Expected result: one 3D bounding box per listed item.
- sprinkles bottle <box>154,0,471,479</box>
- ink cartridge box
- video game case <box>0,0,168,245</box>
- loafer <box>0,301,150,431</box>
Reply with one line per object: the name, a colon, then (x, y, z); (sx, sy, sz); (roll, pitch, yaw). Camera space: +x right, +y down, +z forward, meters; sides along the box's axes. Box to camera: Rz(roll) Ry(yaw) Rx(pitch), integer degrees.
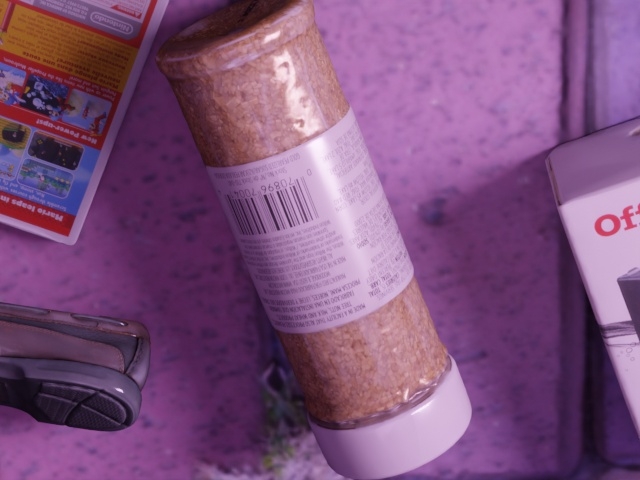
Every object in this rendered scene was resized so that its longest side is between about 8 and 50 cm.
sprinkles bottle: (0.000, 0.000, 1.217); (0.121, 0.121, 0.355); (-19, 110, 9)
ink cartridge box: (0.302, 0.039, 1.226); (0.197, 0.114, 0.273); (-19, 109, 10)
video game case: (-0.229, -0.153, 1.207); (0.204, 0.025, 0.285); (20, 111, -12)
loafer: (-0.264, 0.080, 1.294); (0.267, 0.084, 0.096); (14, 143, 0)
